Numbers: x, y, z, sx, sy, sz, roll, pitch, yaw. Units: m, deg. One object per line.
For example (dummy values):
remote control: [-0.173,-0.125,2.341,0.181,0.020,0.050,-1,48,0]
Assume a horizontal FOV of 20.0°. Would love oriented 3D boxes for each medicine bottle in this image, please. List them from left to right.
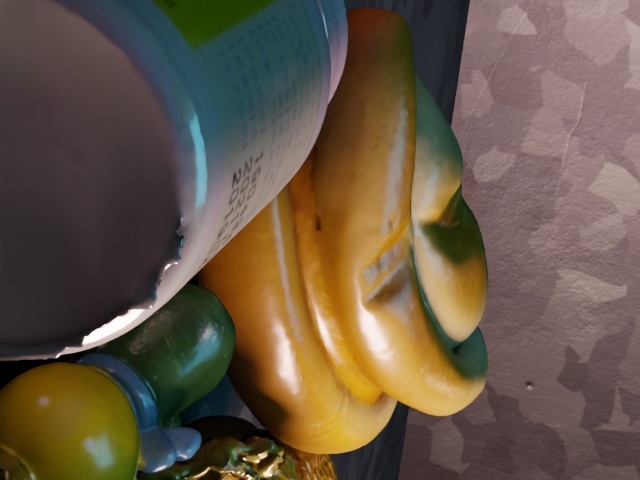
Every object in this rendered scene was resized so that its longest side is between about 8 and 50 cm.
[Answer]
medicine bottle: [-0.113,-0.087,1.047,0.378,0.214,0.213,-50,151,-69]

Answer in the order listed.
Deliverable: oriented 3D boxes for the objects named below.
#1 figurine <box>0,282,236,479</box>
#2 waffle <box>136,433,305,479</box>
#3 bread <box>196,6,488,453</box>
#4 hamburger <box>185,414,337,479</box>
figurine: [-0.174,0.130,1.283,0.185,0.127,0.234,-23,-157,51]
waffle: [-0.110,0.281,1.518,0.059,0.238,0.243,-141,-137,-57]
bread: [0.016,-0.015,1.635,0.329,0.245,0.424,-99,173,-58]
hamburger: [-0.093,0.316,1.723,0.314,0.170,0.289,-43,141,-70]
